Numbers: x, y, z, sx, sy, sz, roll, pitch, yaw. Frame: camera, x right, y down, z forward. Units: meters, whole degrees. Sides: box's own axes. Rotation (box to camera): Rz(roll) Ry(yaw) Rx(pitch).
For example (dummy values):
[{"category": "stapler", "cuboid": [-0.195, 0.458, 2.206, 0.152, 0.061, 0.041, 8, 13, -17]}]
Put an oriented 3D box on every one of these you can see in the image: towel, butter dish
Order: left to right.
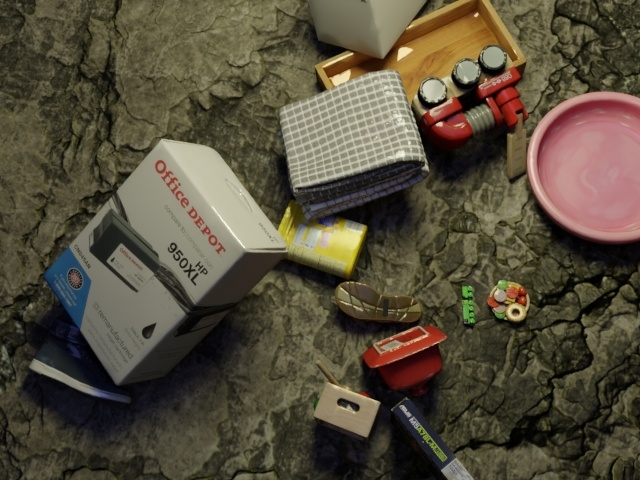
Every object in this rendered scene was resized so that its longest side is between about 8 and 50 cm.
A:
[{"category": "towel", "cuboid": [0.056, -0.198, 1.777, 0.283, 0.121, 0.235, -18, 64, 9]}, {"category": "butter dish", "cuboid": [0.175, 0.244, 1.710, 0.160, 0.160, 0.118, -21, 95, -3]}]

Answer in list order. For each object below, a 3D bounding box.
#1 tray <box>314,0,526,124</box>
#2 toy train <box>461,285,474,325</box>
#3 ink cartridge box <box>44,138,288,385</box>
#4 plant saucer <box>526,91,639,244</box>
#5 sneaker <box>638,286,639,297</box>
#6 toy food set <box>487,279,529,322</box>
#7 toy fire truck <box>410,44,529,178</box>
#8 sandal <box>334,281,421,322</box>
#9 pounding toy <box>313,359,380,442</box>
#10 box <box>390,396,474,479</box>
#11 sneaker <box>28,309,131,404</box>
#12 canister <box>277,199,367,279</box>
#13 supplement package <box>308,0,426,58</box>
[{"category": "tray", "cuboid": [0.217, -0.370, 1.934, 0.411, 0.076, 0.203, -25, 71, -5]}, {"category": "toy train", "cuboid": [0.299, 0.132, 1.791, 0.023, 0.017, 0.083, -4, 71, 13]}, {"category": "ink cartridge box", "cuboid": [-0.302, 0.042, 1.701, 0.395, 0.166, 0.285, -45, 72, 19]}, {"category": "plant saucer", "cuboid": [0.591, -0.144, 1.827, 0.332, 0.084, 0.332, -1, 73, 3]}, {"category": "sneaker", "cuboid": [0.776, 0.086, 1.739, 0.314, 0.116, 0.136, 4, 62, -2]}, {"category": "toy food set", "cuboid": [0.381, 0.123, 1.786, 0.082, 0.020, 0.083, 18, 74, 10]}, {"category": "toy fire truck", "cuboid": [0.329, -0.238, 1.816, 0.217, 0.158, 0.246, -29, 82, -5]}, {"category": "sandal", "cuboid": [0.114, 0.132, 1.792, 0.180, 0.049, 0.072, 11, 78, -8]}, {"category": "pounding toy", "cuboid": [0.043, 0.310, 1.690, 0.141, 0.130, 0.100, 20, 74, 10]}, {"category": "box", "cuboid": [0.202, 0.385, 1.627, 0.045, 0.184, 0.191, -38, 72, -6]}, {"category": "sneaker", "cuboid": [-0.456, 0.226, 1.776, 0.226, 0.086, 0.163, 22, 77, 12]}, {"category": "canister", "cuboid": [0.000, 0.000, 1.826, 0.170, 0.073, 0.126, 19, 73, 8]}, {"category": "supplement package", "cuboid": [0.122, -0.569, 1.906, 0.175, 0.177, 0.293, 22, 62, 26]}]
